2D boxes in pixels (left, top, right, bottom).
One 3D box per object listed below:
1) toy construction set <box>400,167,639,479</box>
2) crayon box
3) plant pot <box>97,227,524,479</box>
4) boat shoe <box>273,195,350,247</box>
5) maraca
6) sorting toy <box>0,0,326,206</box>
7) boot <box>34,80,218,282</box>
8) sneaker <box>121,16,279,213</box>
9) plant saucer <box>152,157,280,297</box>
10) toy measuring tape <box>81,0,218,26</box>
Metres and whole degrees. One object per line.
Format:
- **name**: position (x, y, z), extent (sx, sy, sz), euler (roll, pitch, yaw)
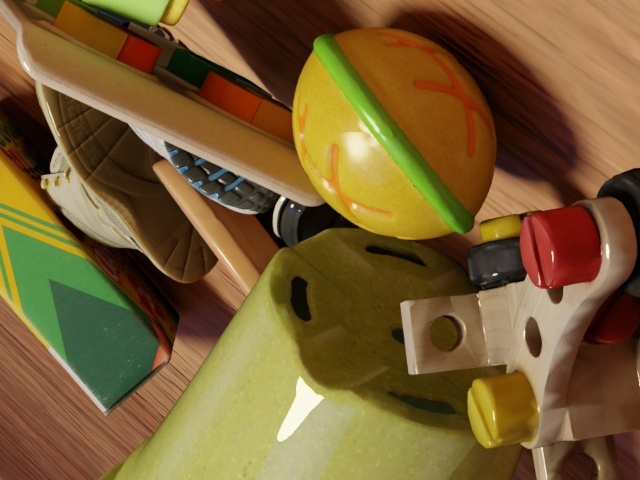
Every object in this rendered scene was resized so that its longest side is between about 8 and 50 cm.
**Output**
- **toy construction set**: position (0.101, 0.114, 0.874), extent (0.257, 0.309, 0.237), euler (60, 163, -11)
- **crayon box**: position (-0.254, -0.011, 1.544), extent (0.318, 0.081, 0.202), euler (49, -177, -8)
- **plant pot**: position (0.008, 0.141, 1.107), extent (0.276, 0.276, 0.254), euler (39, 125, 21)
- **boat shoe**: position (0.001, -0.001, 1.188), extent (0.042, 0.049, 0.133), euler (42, 167, 25)
- **maraca**: position (0.037, -0.060, 0.944), extent (0.127, 0.099, 0.186), euler (54, -175, -12)
- **sorting toy**: position (-0.092, -0.098, 1.019), extent (0.193, 0.038, 0.208), euler (25, -169, -21)
- **boot**: position (-0.178, -0.066, 1.397), extent (0.165, 0.077, 0.213), euler (19, 146, 57)
- **sneaker**: position (-0.087, -0.078, 1.212), extent (0.191, 0.071, 0.083), euler (46, 168, 28)
- **plant saucer**: position (-0.048, 0.017, 1.276), extent (0.200, 0.037, 0.200), euler (54, 177, 4)
- **toy measuring tape**: position (-0.105, -0.158, 0.994), extent (0.121, 0.121, 0.330), euler (48, 160, -2)
